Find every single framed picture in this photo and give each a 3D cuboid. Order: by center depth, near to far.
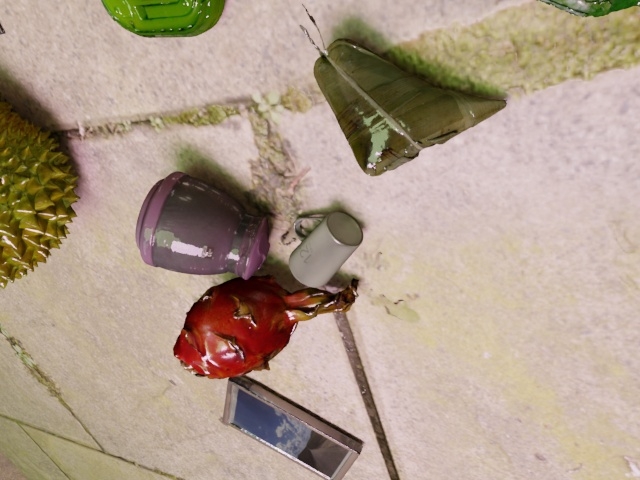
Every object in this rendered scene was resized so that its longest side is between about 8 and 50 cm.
[{"bbox_3d":[-0.060,0.345,0.906,0.260,0.023,0.189,26,138,8],"label":"framed picture"}]

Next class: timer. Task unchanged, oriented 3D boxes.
[{"bbox_3d":[-0.151,-0.252,0.441,0.128,0.047,0.140,9,130,23],"label":"timer"}]

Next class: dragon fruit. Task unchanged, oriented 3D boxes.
[{"bbox_3d":[-0.066,0.098,0.624,0.246,0.125,0.125,-19,150,18],"label":"dragon fruit"}]

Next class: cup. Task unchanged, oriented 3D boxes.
[{"bbox_3d":[0.005,0.002,0.567,0.054,0.075,0.083,11,140,-29],"label":"cup"}]

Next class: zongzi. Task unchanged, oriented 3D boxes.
[{"bbox_3d":[0.062,-0.146,0.417,0.130,0.062,0.154,-26,95,20],"label":"zongzi"}]

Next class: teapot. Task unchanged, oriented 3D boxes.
[{"bbox_3d":[-0.135,0.003,0.602,0.146,0.116,0.148,18,130,0],"label":"teapot"}]

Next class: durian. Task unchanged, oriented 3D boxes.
[{"bbox_3d":[-0.452,-0.067,0.665,0.291,0.224,0.291,4,96,47],"label":"durian"}]

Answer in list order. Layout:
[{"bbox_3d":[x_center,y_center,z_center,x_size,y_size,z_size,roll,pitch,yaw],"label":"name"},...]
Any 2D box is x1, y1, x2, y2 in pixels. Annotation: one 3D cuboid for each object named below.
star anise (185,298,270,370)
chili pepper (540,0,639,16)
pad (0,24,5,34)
[{"bbox_3d":[-0.128,0.146,0.752,0.167,0.057,0.168,15,127,21],"label":"star anise"},{"bbox_3d":[0.120,-0.206,0.313,0.226,0.059,0.088,29,131,3],"label":"chili pepper"},{"bbox_3d":[-0.534,-0.408,0.567,0.247,0.007,0.368,5,128,28],"label":"pad"}]
